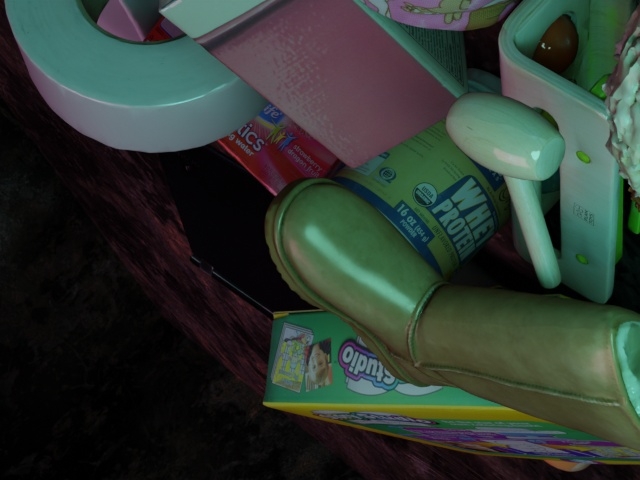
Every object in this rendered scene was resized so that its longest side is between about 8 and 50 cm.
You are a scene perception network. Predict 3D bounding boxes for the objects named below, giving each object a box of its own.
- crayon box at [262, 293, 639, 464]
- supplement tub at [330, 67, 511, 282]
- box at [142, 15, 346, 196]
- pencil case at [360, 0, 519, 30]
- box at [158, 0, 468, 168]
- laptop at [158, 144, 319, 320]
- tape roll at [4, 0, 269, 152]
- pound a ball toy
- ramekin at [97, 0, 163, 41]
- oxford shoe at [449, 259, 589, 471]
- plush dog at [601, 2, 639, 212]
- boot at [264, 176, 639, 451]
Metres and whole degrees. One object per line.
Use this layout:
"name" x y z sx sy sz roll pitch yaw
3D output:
"crayon box" 0.179 0.138 1.187 0.313 0.106 0.363 20 162 -38
"supplement tub" 0.106 -0.050 1.163 0.144 0.200 0.144 42 165 14
"box" -0.064 -0.164 1.388 0.257 0.128 0.122 43 -165 9
"pencil case" 0.085 -0.277 0.721 0.167 0.160 0.386 26 162 6
"box" 0.000 -0.192 1.000 0.127 0.148 0.232 -28 132 31
"laptop" 0.000 0.000 1.701 0.408 0.236 0.382 -1 -156 -44
"tape roll" -0.162 -0.234 1.242 0.286 0.286 0.100 41 163 16
"pound a ball toy" 0.172 -0.069 0.924 0.136 0.208 0.319 36 163 27
"ramekin" -0.250 -0.341 1.476 0.277 0.135 0.277 41 164 14
"oxford shoe" 0.220 0.092 1.455 0.363 0.130 0.132 46 137 12
"plush dog" 0.227 -0.112 0.624 0.211 0.225 0.262 34 161 29
"boot" 0.113 0.047 0.886 0.236 0.089 0.269 43 161 -32
